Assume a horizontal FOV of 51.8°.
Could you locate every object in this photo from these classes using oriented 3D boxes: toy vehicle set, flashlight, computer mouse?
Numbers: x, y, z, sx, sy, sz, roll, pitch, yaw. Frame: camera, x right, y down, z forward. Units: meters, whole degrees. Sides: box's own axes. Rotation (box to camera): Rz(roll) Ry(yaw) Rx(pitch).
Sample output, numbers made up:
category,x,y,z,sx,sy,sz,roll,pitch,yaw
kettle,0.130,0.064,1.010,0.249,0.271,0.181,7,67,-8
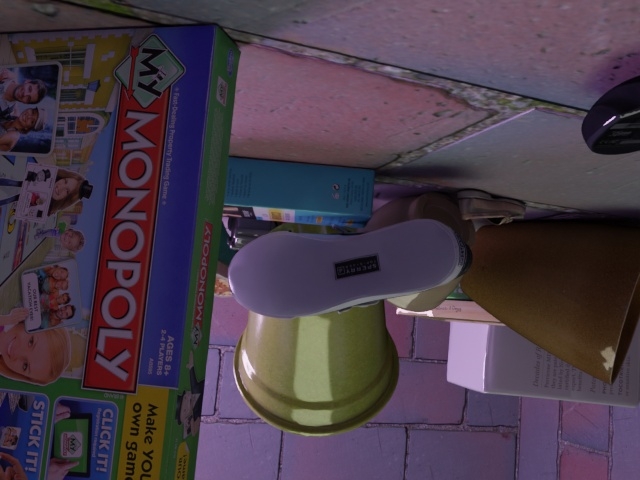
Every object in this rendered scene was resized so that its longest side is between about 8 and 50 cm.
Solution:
category,x,y,z,sx,sy,sz,roll,pitch,yaw
toy vehicle set,0.312,0.150,1.367,0.166,0.035,0.267,13,170,-41
flashlight,0.000,0.000,1.120,0.304,0.103,0.103,8,146,-17
computer mouse,0.229,-0.108,0.386,0.071,0.041,0.242,-3,167,-10

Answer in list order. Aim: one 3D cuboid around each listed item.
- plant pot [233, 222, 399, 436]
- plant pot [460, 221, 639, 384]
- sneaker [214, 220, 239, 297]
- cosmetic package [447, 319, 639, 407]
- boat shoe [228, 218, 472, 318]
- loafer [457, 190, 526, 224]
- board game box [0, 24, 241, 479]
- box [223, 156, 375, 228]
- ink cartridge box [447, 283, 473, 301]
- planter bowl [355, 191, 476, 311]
category,x,y,z,sx,sy,sz,roll,pitch,yaw
plant pot,-0.006,0.113,1.009,0.276,0.276,0.253,4,135,4
plant pot,0.359,0.063,1.022,0.254,0.237,0.237,19,-179,31
sneaker,-0.252,-0.009,1.212,0.108,0.121,0.302,-18,140,30
cosmetic package,0.577,0.243,1.744,0.394,0.327,0.329,6,173,-5
boat shoe,0.034,0.033,0.823,0.306,0.113,0.105,-15,167,23
loafer,0.229,-0.038,0.888,0.125,0.039,0.045,10,170,-36
board game box,-0.176,0.013,0.454,0.214,0.317,0.046,2,172,16
box,-0.059,-0.060,0.825,0.244,0.060,0.100,5,173,-1
ink cartridge box,0.409,0.081,1.383,0.289,0.121,0.211,4,172,13
planter bowl,0.141,0.002,0.898,0.162,0.162,0.109,9,145,-28
